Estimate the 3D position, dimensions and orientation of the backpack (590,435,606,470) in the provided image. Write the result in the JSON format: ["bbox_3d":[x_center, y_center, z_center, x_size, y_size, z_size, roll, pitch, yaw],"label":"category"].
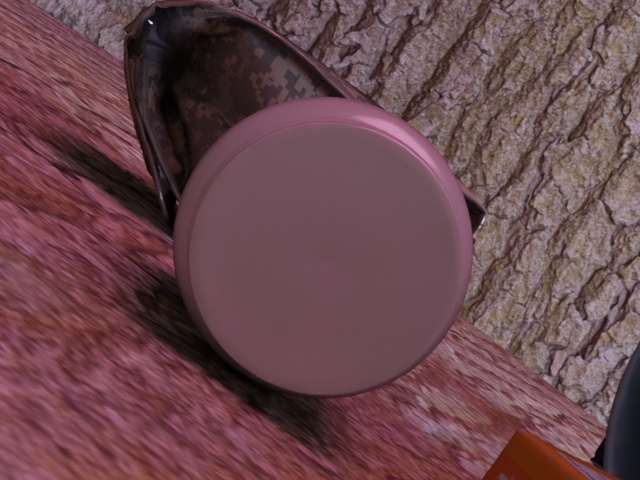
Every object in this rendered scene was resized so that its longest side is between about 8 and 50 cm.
[{"bbox_3d":[0.306,0.225,1.251,0.114,0.084,0.105,32,2,21],"label":"backpack"}]

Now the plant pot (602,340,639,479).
[{"bbox_3d":[0.323,0.159,0.737,0.293,0.293,0.235,39,-8,37],"label":"plant pot"}]

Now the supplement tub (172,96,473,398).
[{"bbox_3d":[0.000,0.000,0.698,0.144,0.144,0.200,36,3,-4],"label":"supplement tub"}]

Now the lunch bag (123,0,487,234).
[{"bbox_3d":[-0.042,-0.067,1.039,0.287,0.169,0.235,40,3,-9],"label":"lunch bag"}]

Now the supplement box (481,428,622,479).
[{"bbox_3d":[0.125,0.153,0.420,0.080,0.078,0.233,31,5,-33],"label":"supplement box"}]
